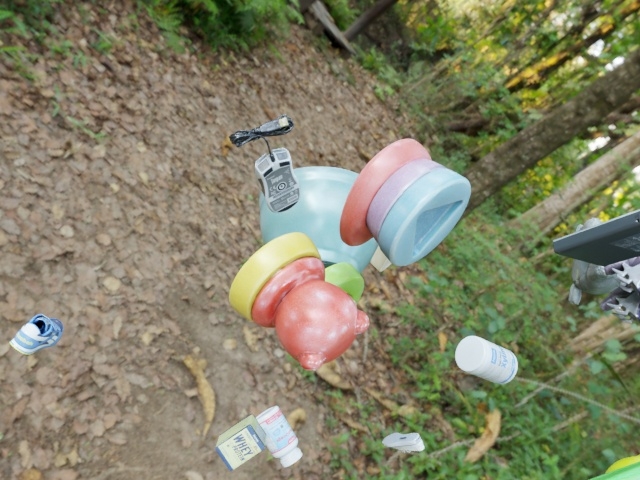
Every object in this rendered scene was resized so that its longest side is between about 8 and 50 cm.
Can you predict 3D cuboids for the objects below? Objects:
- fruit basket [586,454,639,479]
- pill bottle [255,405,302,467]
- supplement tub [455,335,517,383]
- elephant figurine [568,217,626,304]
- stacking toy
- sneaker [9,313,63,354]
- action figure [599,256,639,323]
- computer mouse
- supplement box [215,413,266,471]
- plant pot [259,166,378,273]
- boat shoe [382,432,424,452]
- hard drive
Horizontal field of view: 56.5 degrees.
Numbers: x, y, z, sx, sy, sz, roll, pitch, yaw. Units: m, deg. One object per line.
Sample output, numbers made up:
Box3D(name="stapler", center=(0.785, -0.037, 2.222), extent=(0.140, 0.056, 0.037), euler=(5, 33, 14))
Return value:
Box3D(name="fruit basket", center=(0.692, 0.619, 1.318), extent=(0.392, 0.392, 0.282), euler=(32, 40, -45))
Box3D(name="pill bottle", center=(-0.121, 0.571, 1.732), extent=(0.160, 0.087, 0.087), euler=(58, 21, 3))
Box3D(name="supplement tub", center=(0.315, 0.227, 1.129), extent=(0.107, 0.071, 0.071), euler=(25, 33, -34))
Box3D(name="elephant figurine", center=(0.654, 0.036, 1.218), extent=(0.186, 0.240, 0.169), euler=(98, -7, -75))
Box3D(name="stacking toy", center=(0.068, 0.048, 0.751), extent=(0.130, 0.309, 0.279), euler=(44, -10, 27))
Box3D(name="sneaker", center=(-0.529, 0.171, 1.142), extent=(0.053, 0.059, 0.144), euler=(33, 7, -3))
Box3D(name="action figure", center=(0.538, 0.130, 0.892), extent=(0.285, 0.099, 0.185), euler=(-111, 175, -62))
Box3D(name="computer mouse", center=(-0.083, -0.124, 1.005), extent=(0.042, 0.106, 0.193), euler=(50, -19, 38))
Box3D(name="supplement box", center=(-0.158, 0.404, 1.199), extent=(0.056, 0.083, 0.083), euler=(57, -3, -2))
Box3D(name="plant pot", center=(0.000, 0.000, 1.325), extent=(0.293, 0.293, 0.196), euler=(35, 48, -42))
Box3D(name="boat shoe", center=(0.161, 0.394, 1.150), extent=(0.035, 0.100, 0.035), euler=(-34, 96, -42))
Box3D(name="hard drive", center=(0.371, -0.001, 0.730), extent=(0.094, 0.135, 0.022), euler=(13, 67, -25))
